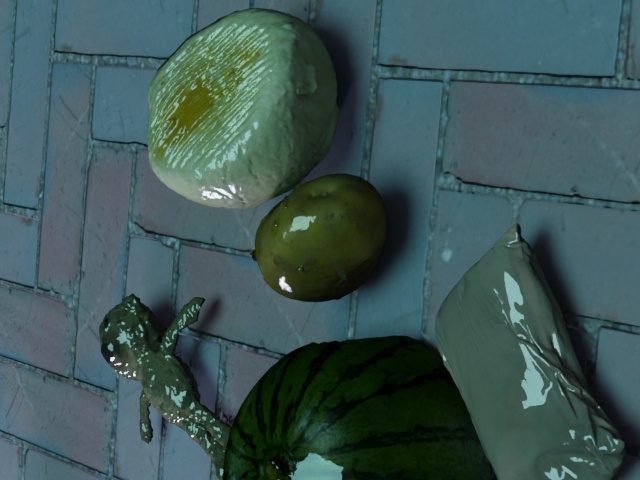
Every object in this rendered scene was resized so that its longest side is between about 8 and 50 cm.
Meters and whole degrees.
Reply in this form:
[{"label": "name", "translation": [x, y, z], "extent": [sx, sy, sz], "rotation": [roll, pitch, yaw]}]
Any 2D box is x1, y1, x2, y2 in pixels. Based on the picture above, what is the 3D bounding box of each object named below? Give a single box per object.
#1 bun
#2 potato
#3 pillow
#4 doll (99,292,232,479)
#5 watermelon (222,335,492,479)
[{"label": "bun", "translation": [-0.079, -0.143, 1.697], "extent": [0.243, 0.153, 0.244], "rotation": [-15, 63, 32]}, {"label": "potato", "translation": [0.000, 0.000, 1.615], "extent": [0.176, 0.137, 0.137], "rotation": [137, 124, -67]}, {"label": "pillow", "translation": [0.198, 0.140, 1.444], "extent": [0.173, 0.067, 0.270], "rotation": [-50, 54, 42]}, {"label": "doll", "translation": [-0.184, 0.192, 1.871], "extent": [0.286, 0.091, 0.202], "rotation": [63, 144, 14]}, {"label": "watermelon", "translation": [0.005, 0.260, 1.580], "extent": [0.330, 0.189, 0.331], "rotation": [-6, 82, 54]}]
